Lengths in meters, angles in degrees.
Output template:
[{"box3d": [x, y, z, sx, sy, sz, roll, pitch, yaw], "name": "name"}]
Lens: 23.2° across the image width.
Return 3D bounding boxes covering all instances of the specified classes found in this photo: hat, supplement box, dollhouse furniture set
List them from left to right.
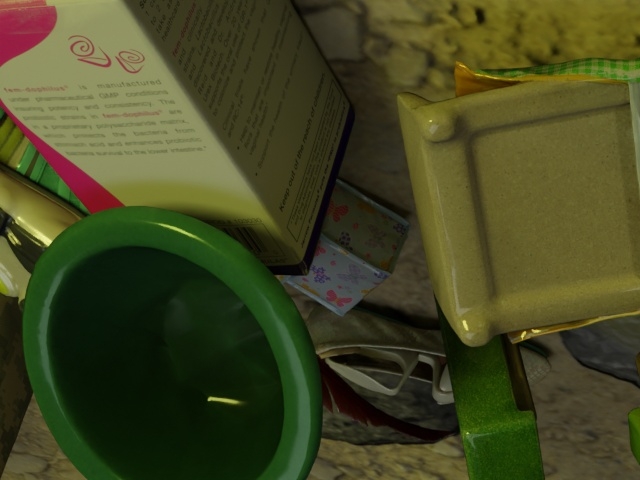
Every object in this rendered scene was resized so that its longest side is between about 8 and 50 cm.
[{"box3d": [-0.081, -0.087, 0.787, 0.111, 0.114, 0.220, 1, 148, 26], "name": "supplement box"}, {"box3d": [-0.043, 0.050, 0.873, 0.173, 0.183, 0.209, 3, 112, 24], "name": "hat"}, {"box3d": [0.155, -0.005, 0.852, 0.197, 0.151, 0.302, -10, 127, 5], "name": "dollhouse furniture set"}]

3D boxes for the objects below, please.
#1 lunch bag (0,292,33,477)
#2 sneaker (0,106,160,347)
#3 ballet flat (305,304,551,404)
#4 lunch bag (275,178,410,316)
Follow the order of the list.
[{"box3d": [-0.317, 0.030, 0.969, 0.169, 0.235, 0.287, -13, 138, 37], "name": "lunch bag"}, {"box3d": [-0.183, -0.044, 0.914, 0.275, 0.110, 0.107, 42, 141, -5], "name": "sneaker"}, {"box3d": [0.069, 0.085, 1.049, 0.168, 0.052, 0.057, 12, 149, 8], "name": "ballet flat"}, {"box3d": [0.000, 0.000, 0.947, 0.083, 0.053, 0.071, 33, 145, -9], "name": "lunch bag"}]
